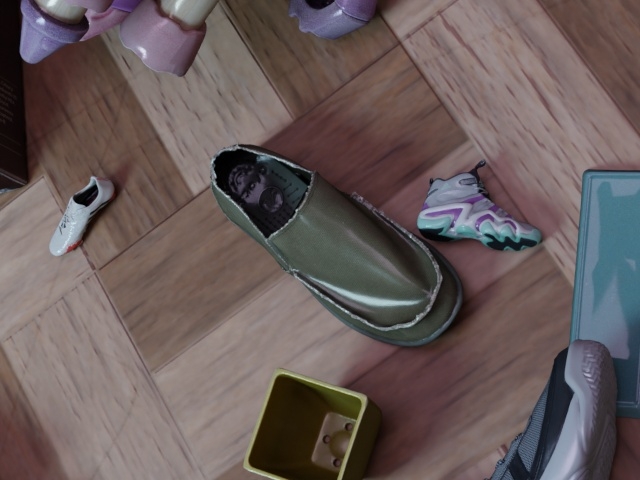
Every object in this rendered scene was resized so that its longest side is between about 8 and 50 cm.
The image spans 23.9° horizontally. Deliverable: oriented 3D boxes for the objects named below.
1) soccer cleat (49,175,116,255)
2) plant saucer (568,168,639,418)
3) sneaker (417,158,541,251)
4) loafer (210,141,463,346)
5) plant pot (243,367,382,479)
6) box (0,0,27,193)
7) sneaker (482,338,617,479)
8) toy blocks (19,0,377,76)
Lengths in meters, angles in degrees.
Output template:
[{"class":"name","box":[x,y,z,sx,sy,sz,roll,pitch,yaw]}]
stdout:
[{"class":"soccer cleat","box":[-0.214,-0.023,1.327,0.083,0.035,0.029,-49,64,4]},{"class":"plant saucer","box":[0.222,0.037,1.142,0.067,0.018,0.192,2,78,23]},{"class":"sneaker","box":[0.129,-0.031,1.187,0.098,0.038,0.069,9,69,11]},{"class":"loafer","box":[0.000,0.000,1.204,0.251,0.087,0.094,31,90,26]},{"class":"plant pot","box":[0.003,0.152,1.165,0.081,0.083,0.081,16,84,25]},{"class":"box","box":[-0.380,-0.145,1.355,0.168,0.167,0.203,-12,72,19]},{"class":"sneaker","box":[0.117,0.190,1.093,0.153,0.101,0.268,14,87,23]},{"class":"toy blocks","box":[-0.156,-0.244,1.265,0.260,0.309,0.288,-53,53,26]}]
